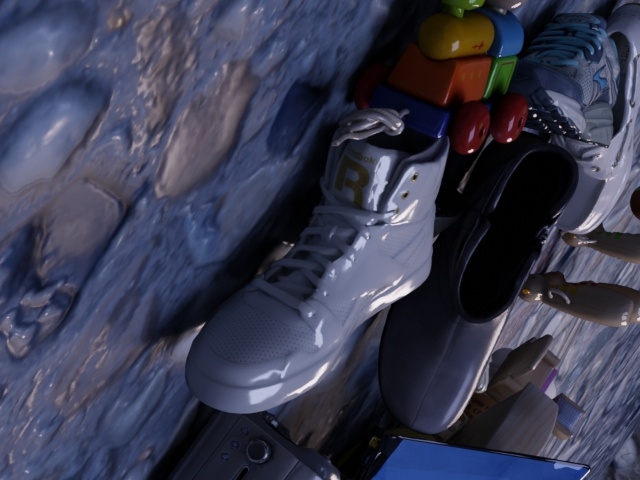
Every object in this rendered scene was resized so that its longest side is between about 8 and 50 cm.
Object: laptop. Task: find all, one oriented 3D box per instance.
[{"bbox_3d":[0.044,0.400,1.729,0.382,0.236,0.408,-56,-179,35],"label":"laptop"}]

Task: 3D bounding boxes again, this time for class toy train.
[{"bbox_3d":[0.090,-0.147,1.261,0.248,0.105,0.143,-18,128,-62],"label":"toy train"}]

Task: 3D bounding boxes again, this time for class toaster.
[{"bbox_3d":[-0.061,0.230,1.476,0.146,0.129,0.227,-50,165,-6],"label":"toaster"}]

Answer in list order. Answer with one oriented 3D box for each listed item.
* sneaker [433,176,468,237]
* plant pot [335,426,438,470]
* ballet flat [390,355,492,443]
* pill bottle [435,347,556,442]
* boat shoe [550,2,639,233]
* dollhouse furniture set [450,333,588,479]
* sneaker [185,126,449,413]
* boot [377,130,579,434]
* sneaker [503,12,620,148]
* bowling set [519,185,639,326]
[{"bbox_3d":[0.073,-0.011,1.532,0.075,0.057,0.161,-46,172,35],"label":"sneaker"},{"bbox_3d":[0.069,0.278,1.919,0.095,0.134,0.134,11,114,-44],"label":"plant pot"},{"bbox_3d":[0.164,0.187,2.057,0.232,0.073,0.080,-56,160,-1],"label":"ballet flat"},{"bbox_3d":[0.203,0.252,2.180,0.229,0.131,0.131,-46,160,-28],"label":"pill bottle"},{"bbox_3d":[0.292,-0.123,1.824,0.096,0.098,0.277,-31,140,-52],"label":"boat shoe"},{"bbox_3d":[0.313,0.305,2.016,0.286,0.303,0.198,-51,-176,-27],"label":"dollhouse furniture set"},{"bbox_3d":[0.000,0.000,1.295,0.292,0.108,0.169,-40,147,-46],"label":"sneaker"},{"bbox_3d":[0.139,0.051,1.607,0.223,0.118,0.338,-68,177,-80],"label":"boot"},{"bbox_3d":[0.222,-0.164,1.599,0.283,0.110,0.122,-2,106,-71],"label":"sneaker"},{"bbox_3d":[0.383,0.011,2.265,0.287,0.154,0.200,15,89,-70],"label":"bowling set"}]
